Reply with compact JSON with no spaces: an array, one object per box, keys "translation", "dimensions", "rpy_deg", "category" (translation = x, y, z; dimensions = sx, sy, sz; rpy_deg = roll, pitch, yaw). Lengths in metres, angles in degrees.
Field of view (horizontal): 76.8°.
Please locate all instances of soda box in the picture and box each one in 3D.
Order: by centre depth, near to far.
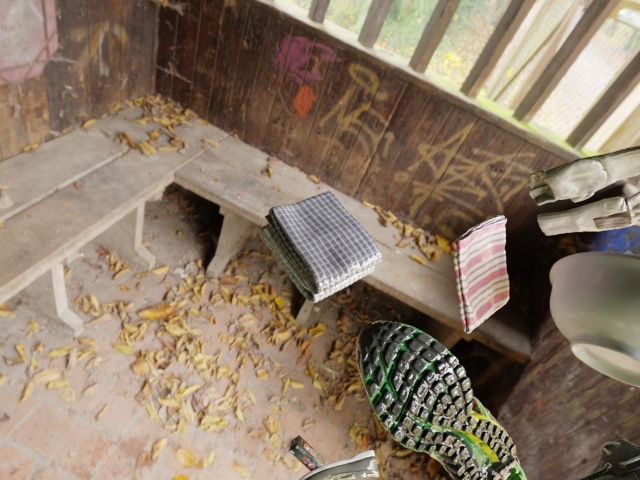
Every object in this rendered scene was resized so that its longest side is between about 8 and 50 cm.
[{"translation":[-0.055,0.899,1.691],"dimensions":[0.169,0.053,0.060],"rpy_deg":[48,12,-10],"category":"soda box"}]

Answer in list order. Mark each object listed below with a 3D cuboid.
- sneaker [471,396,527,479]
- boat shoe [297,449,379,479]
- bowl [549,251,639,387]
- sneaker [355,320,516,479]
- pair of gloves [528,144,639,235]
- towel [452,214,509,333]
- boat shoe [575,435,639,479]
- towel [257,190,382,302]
[{"translation":[0.547,0.696,1.217],"dimensions":[0.202,0.185,0.483],"rpy_deg":[35,26,-20],"category":"sneaker"},{"translation":[0.071,0.845,1.453],"dimensions":[0.305,0.109,0.091],"rpy_deg":[-6,56,-22],"category":"boat shoe"},{"translation":[0.528,0.158,0.689],"dimensions":[0.297,0.298,0.134],"rpy_deg":[31,75,8],"category":"bowl"},{"translation":[0.151,0.247,0.613],"dimensions":[0.134,0.146,0.343],"rpy_deg":[-42,113,-13],"category":"sneaker"},{"translation":[0.522,-0.080,0.776],"dimensions":[0.240,0.204,0.042],"rpy_deg":[44,45,-44],"category":"pair of gloves"},{"translation":[0.311,0.064,0.767],"dimensions":[0.144,0.197,0.029],"rpy_deg":[-25,21,-31],"category":"towel"},{"translation":[0.584,0.429,0.752],"dimensions":[0.335,0.121,0.119],"rpy_deg":[-21,46,9],"category":"boat shoe"},{"translation":[0.000,0.000,1.108],"dimensions":[0.235,0.121,0.284],"rpy_deg":[-25,67,-30],"category":"towel"}]
